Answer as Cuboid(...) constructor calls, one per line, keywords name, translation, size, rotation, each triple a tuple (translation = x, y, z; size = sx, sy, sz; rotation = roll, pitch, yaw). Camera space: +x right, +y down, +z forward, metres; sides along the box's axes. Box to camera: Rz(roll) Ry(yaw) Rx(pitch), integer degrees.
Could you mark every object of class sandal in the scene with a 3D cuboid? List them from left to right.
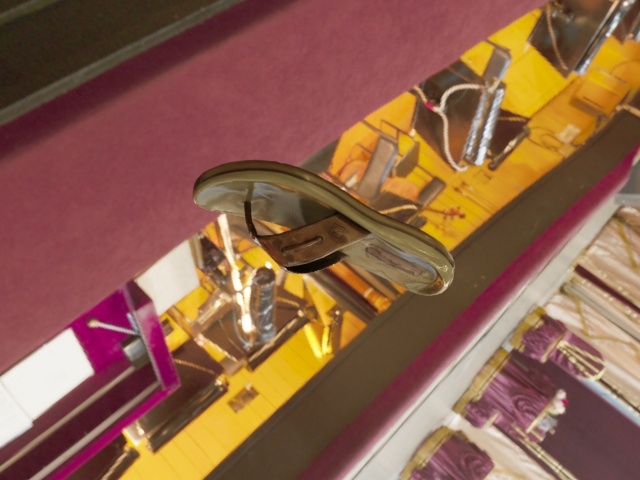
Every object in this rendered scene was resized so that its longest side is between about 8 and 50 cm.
Cuboid(name="sandal", translation=(0.001, 0.000, 0.626), size=(0.120, 0.303, 0.086), rotation=(118, -6, -67))
